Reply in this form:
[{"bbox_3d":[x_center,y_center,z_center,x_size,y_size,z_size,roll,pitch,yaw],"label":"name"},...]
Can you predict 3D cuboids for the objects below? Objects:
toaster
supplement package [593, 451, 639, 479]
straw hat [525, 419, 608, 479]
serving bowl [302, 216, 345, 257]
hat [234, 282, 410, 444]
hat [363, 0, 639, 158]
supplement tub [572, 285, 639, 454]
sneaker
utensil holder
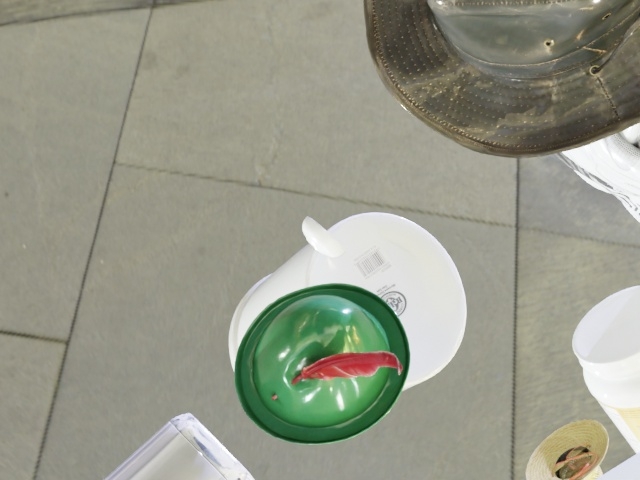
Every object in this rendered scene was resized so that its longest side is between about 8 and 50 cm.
[{"bbox_3d":[-0.153,0.274,0.924,0.129,0.227,0.146,40,74,16],"label":"toaster"},{"bbox_3d":[0.225,0.197,0.446,0.145,0.262,0.204,40,49,7],"label":"supplement package"},{"bbox_3d":[0.367,0.327,1.247,0.061,0.144,0.144,49,67,-11],"label":"straw hat"},{"bbox_3d":[0.000,0.000,1.378,0.083,0.083,0.027,42,85,12],"label":"serving bowl"},{"bbox_3d":[-0.011,0.079,0.800,0.208,0.183,0.173,-6,60,15],"label":"hat"},{"bbox_3d":[0.170,-0.223,0.698,0.331,0.134,0.331,1,93,23],"label":"hat"},{"bbox_3d":[0.387,0.163,0.981,0.144,0.144,0.199,-47,110,-23],"label":"supplement tub"},{"bbox_3d":[0.379,-0.078,0.888,0.366,0.210,0.137,26,94,-16],"label":"sneaker"},{"bbox_3d":[0.043,0.156,1.616,0.328,0.385,0.327,8,69,-22],"label":"utensil holder"}]
